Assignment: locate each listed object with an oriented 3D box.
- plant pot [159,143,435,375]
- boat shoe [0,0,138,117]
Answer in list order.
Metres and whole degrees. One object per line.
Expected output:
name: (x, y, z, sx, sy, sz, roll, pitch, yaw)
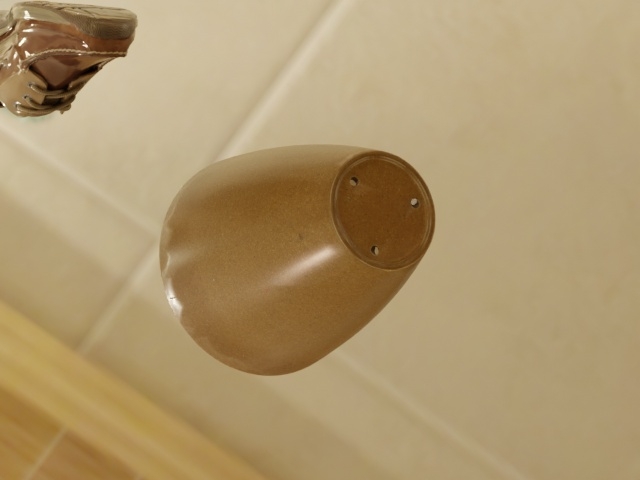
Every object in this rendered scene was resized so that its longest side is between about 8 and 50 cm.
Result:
plant pot: (0.000, 0.000, 1.830, 0.237, 0.254, 0.237, 8, -106, -29)
boat shoe: (-0.281, -0.184, 1.905, 0.123, 0.116, 0.324, 1, -178, -29)
